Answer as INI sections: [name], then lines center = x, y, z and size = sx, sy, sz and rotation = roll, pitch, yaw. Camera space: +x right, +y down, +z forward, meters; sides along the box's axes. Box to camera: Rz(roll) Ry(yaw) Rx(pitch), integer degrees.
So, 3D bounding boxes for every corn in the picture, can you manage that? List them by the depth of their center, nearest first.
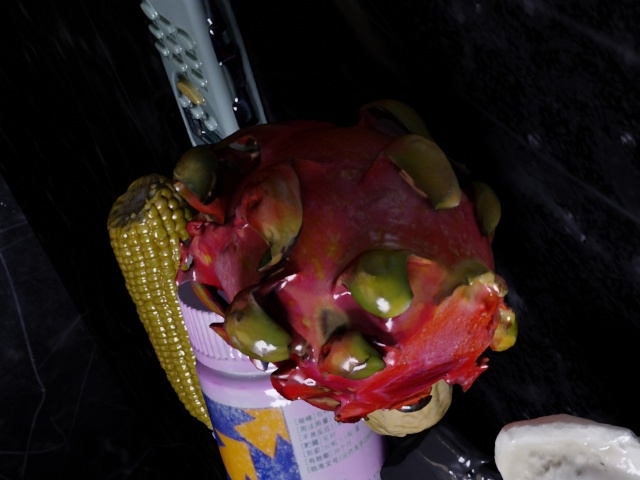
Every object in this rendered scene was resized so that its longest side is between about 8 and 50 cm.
[corn]
center = -0.179, 0.093, 1.798
size = 0.144, 0.144, 0.387
rotation = 27, 147, 59

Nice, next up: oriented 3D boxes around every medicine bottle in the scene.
[medicine bottle]
center = -0.034, 0.156, 1.392
size = 0.178, 0.178, 0.290
rotation = 31, 140, 56

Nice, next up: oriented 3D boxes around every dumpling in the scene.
[dumpling]
center = 0.226, 0.189, 0.894
size = 0.216, 0.126, 0.166
rotation = 57, 147, 13

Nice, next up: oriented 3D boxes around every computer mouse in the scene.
[computer mouse]
center = 0.129, 0.237, 1.309
size = 0.122, 0.073, 0.217
rotation = 49, 161, 3

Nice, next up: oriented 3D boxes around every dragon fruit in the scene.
[dragon fruit]
center = 0.000, 0.017, 0.997
size = 0.307, 0.227, 0.243
rotation = -19, 62, 42

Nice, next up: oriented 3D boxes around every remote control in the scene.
[remote control]
center = -0.114, -0.175, 1.292
size = 0.140, 0.056, 0.296
rotation = 40, 156, 41

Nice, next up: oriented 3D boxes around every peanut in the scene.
[peanut]
center = 0.076, 0.111, 1.200
size = 0.226, 0.095, 0.108
rotation = 90, 157, -57

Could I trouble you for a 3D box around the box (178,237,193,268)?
[box]
center = -0.037, 0.161, 1.591
size = 0.205, 0.051, 0.365
rotation = 10, 127, 53
